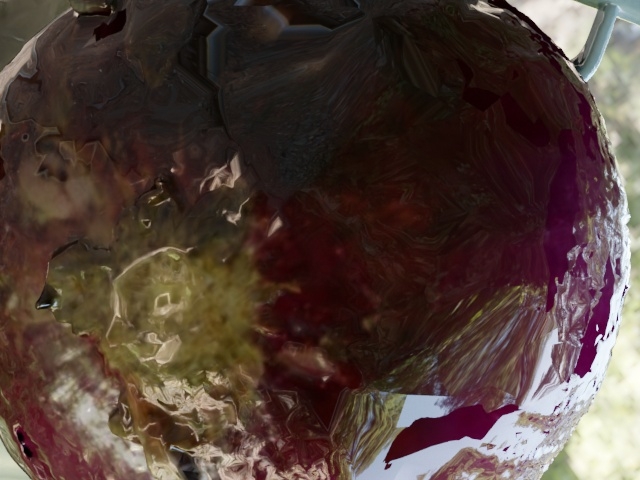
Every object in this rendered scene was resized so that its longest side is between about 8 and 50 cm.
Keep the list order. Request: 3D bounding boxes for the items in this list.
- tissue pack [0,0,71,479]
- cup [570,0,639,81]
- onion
[{"bbox_3d":[-0.201,0.018,1.280,0.207,0.297,0.380,-9,149,5],"label":"tissue pack"},{"bbox_3d":[0.166,-0.317,1.427,0.257,0.311,0.331,-70,180,-59],"label":"cup"},{"bbox_3d":[0.000,0.000,0.913,0.348,0.347,0.385,-37,174,20],"label":"onion"}]
